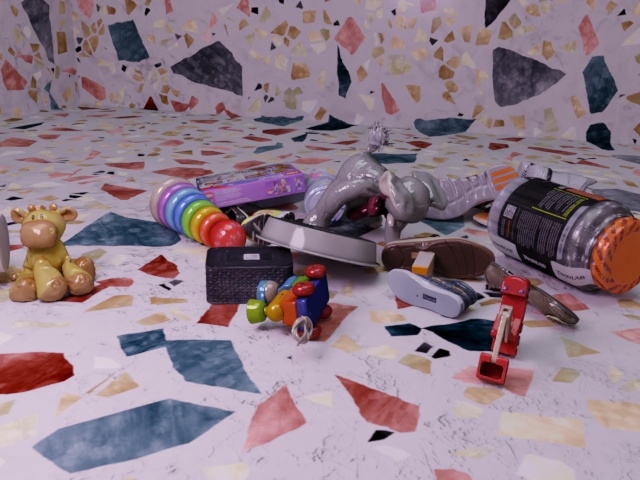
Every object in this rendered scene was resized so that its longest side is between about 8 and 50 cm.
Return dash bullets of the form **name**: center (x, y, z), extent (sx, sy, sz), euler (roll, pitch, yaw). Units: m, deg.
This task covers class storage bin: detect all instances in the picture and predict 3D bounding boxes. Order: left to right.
- **storage bin**: center (-0.149, 0.070, 1.394), extent (0.180, 0.085, 0.122), euler (-1, 19, -6)

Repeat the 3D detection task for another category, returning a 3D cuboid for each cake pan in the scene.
- **cake pan**: center (0.000, 0.000, 1.507), extent (0.293, 0.054, 0.293), euler (14, 3, -1)

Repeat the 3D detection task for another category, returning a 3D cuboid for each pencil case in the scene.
- **pencil case**: center (0.012, -0.135, 1.933), extent (0.124, 0.114, 0.273), euler (-27, 17, 6)

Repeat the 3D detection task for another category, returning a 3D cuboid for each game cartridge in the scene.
- **game cartridge**: center (-0.143, -0.167, 2.117), extent (0.198, 0.062, 0.297), euler (23, 28, 37)

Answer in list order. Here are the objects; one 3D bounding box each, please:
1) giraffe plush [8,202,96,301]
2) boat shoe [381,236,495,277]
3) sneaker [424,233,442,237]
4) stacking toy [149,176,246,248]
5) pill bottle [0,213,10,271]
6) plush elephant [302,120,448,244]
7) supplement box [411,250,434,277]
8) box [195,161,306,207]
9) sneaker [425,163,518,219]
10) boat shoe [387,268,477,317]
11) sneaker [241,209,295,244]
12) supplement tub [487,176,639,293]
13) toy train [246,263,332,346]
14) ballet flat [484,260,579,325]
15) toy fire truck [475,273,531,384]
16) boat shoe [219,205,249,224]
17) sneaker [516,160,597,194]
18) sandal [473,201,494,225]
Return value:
- **giraffe plush**: center (-0.572, 0.013, 1.388), extent (0.181, 0.171, 0.210), euler (-10, 23, -30)
- **boat shoe**: center (0.275, 0.027, 1.541), extent (0.257, 0.095, 0.095), euler (6, 14, 14)
- **sneaker**: center (0.303, 0.005, 1.678), extent (0.109, 0.044, 0.040), euler (-9, 20, -32)
- **stacking toy**: center (-0.296, -0.052, 1.677), extent (0.141, 0.141, 0.330), euler (-15, 30, -39)
- **pill bottle**: center (-0.819, 0.015, 1.350), extent (0.322, 0.182, 0.181), euler (-3, 20, -15)
- **plush elephant**: center (0.166, -0.096, 1.660), extent (0.271, 0.330, 0.255), euler (-4, 38, -45)
- **supplement box**: center (0.226, 0.069, 1.459), extent (0.036, 0.062, 0.098), euler (7, 21, 17)
- **box**: center (-0.207, -0.162, 1.922), extent (0.293, 0.057, 0.201), euler (-12, 19, -11)
- **sneaker**: center (0.430, -0.128, 1.985), extent (0.320, 0.125, 0.180), euler (-13, -7, 7)
- **boat shoe**: center (0.231, 0.103, 1.373), extent (0.183, 0.065, 0.083), euler (25, 28, 35)
- **sneaker**: center (-0.153, -0.039, 1.723), extent (0.094, 0.082, 0.208), euler (11, 11, 27)
- **supplement tub**: center (0.563, -0.015, 1.510), extent (0.207, 0.207, 0.338), euler (-8, 22, -25)
- **toy train**: center (-0.074, 0.131, 1.217), extent (0.143, 0.105, 0.248), euler (-4, 17, 17)
- **ballet flat**: center (0.425, 0.117, 1.365), extent (0.084, 0.058, 0.250), euler (32, 4, -38)
- **toy fire truck**: center (0.317, 0.147, 1.134), extent (0.047, 0.192, 0.135), euler (11, -7, 23)
- **boat shoe**: center (-0.247, -0.072, 1.841), extent (0.042, 0.049, 0.133), euler (-3, 23, -36)
- **sneaker**: center (0.713, -0.153, 2.039), extent (0.210, 0.138, 0.366), euler (18, 9, 4)
- **sandal**: center (0.565, -0.091, 1.920), extent (0.265, 0.076, 0.102), euler (-5, 20, -16)
